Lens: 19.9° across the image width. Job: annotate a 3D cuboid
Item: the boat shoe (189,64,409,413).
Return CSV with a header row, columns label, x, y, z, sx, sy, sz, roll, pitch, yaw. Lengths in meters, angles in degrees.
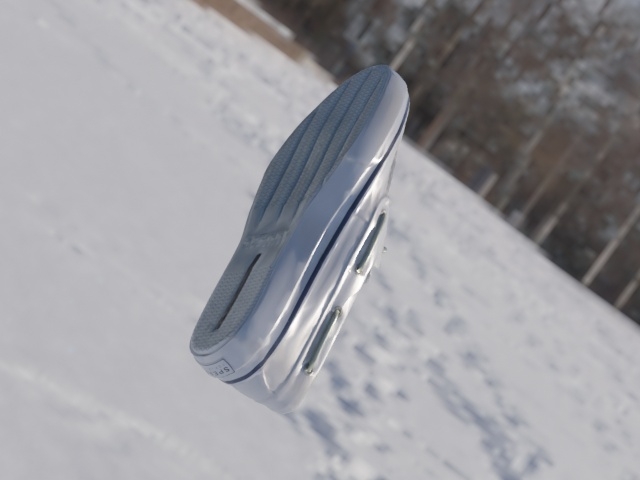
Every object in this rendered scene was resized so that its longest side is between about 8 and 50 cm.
label,x,y,z,sx,sy,sz,roll,pitch,yaw
boat shoe,0.000,0.000,1.099,0.076,0.226,0.083,44,-25,-28
